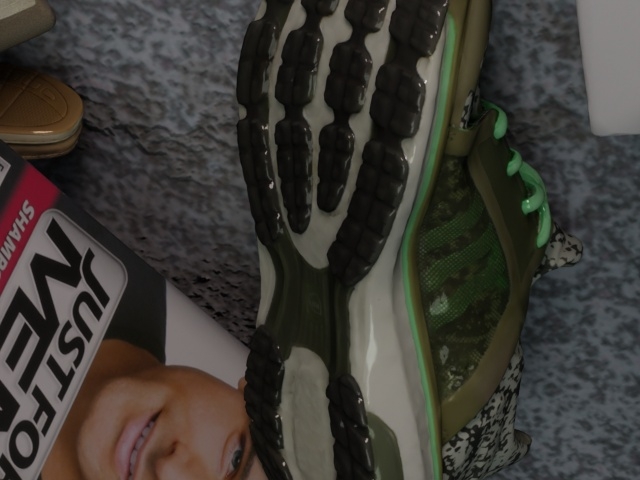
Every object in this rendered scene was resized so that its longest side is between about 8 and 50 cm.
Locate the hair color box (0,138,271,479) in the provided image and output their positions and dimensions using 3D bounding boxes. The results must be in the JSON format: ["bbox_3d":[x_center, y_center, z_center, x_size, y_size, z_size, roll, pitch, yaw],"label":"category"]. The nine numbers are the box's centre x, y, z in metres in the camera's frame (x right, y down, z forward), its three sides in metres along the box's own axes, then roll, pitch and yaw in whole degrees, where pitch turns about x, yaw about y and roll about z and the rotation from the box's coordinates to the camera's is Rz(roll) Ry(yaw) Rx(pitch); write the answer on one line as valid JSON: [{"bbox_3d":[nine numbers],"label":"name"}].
[{"bbox_3d":[-0.141,0.114,0.923,0.113,0.185,0.374,-6,142,42],"label":"hair color box"}]

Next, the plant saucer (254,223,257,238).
[{"bbox_3d":[0.000,0.000,0.965,0.083,0.015,0.083,6,130,7],"label":"plant saucer"}]

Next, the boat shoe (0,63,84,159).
[{"bbox_3d":[-0.211,-0.064,0.929,0.170,0.063,0.059,7,134,18],"label":"boat shoe"}]

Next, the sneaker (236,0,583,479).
[{"bbox_3d":[0.063,-0.016,0.885,0.182,0.158,0.410,-15,123,-33],"label":"sneaker"}]

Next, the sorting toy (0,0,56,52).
[{"bbox_3d":[-0.257,-0.167,0.846,0.347,0.047,0.196,-20,119,17],"label":"sorting toy"}]

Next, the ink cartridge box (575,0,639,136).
[{"bbox_3d":[0.193,-0.211,0.629,0.197,0.198,0.270,-3,128,15],"label":"ink cartridge box"}]
